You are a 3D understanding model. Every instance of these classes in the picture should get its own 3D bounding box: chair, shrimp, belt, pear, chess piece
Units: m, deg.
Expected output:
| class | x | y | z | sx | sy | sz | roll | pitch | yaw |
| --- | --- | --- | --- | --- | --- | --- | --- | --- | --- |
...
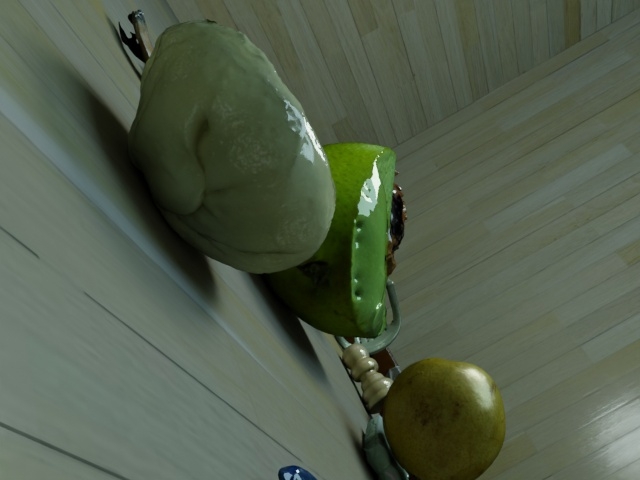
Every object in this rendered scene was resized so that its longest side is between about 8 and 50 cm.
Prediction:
| class | x | y | z | sx | sy | sz | roll | pitch | yaw |
| --- | --- | --- | --- | --- | --- | --- | --- | --- | --- |
| chair | 0.090 | 0.159 | 1.859 | 0.275 | 0.203 | 0.191 | 54 | -15 | 48 |
| shrimp | -0.269 | -0.293 | 1.065 | 0.152 | 0.046 | 0.219 | 63 | 0 | -29 |
| belt | 0.189 | 0.401 | 1.957 | 0.339 | 0.122 | 0.217 | 60 | 0 | 5 |
| pear | 0.000 | 0.000 | 1.103 | 0.318 | 0.238 | 0.343 | -3 | 97 | -74 |
| pear | 0.201 | 0.303 | 1.093 | 0.209 | 0.208 | 0.209 | 60 | 1 | -2 |
| chess piece | 0.115 | 0.323 | 1.606 | 0.171 | 0.094 | 0.094 | 57 | -1 | 29 |

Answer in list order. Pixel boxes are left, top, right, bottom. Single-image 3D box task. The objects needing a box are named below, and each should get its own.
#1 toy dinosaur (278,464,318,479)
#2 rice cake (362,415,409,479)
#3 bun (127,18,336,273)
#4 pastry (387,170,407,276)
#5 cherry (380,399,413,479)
| class | x | y | z | sx | sy | sz | roll | pitch | yaw |
| --- | --- | --- | --- | --- | --- | --- | --- | --- | --- |
| toy dinosaur | 0.040 | 0.253 | 0.566 | 0.188 | 0.075 | 0.247 | 58 | 7 | 11 |
| rice cake | 0.117 | 0.385 | 1.148 | 0.127 | 0.043 | 0.237 | 60 | 3 | 8 |
| bun | -0.093 | -0.072 | 0.659 | 0.259 | 0.160 | 0.259 | 48 | -14 | 16 |
| pastry | 0.040 | -0.055 | 1.542 | 0.292 | 0.337 | 0.405 | 70 | -6 | -46 |
| cherry | 0.239 | 0.429 | 1.492 | 0.206 | 0.239 | 0.239 | 30 | -20 | 42 |
